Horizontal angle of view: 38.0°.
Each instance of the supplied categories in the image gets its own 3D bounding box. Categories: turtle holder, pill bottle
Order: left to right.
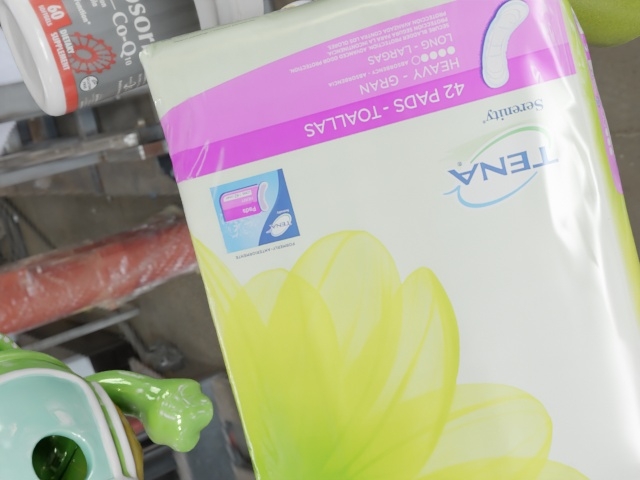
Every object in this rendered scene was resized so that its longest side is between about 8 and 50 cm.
[{"bbox_3d":[-0.269,0.240,0.905,0.227,0.320,0.243,20,94,33],"label":"turtle holder"},{"bbox_3d":[-0.287,-0.346,1.429,0.210,0.363,0.210,50,155,34],"label":"pill bottle"}]

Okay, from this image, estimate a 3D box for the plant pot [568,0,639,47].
[{"bbox_3d":[0.211,-0.361,0.997,0.275,0.294,0.274,-179,90,-65],"label":"plant pot"}]

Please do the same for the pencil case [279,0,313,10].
[{"bbox_3d":[0.052,-0.164,0.954,0.273,0.124,0.113,32,106,41],"label":"pencil case"}]

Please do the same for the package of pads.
[{"bbox_3d":[0.054,0.007,0.517,0.229,0.101,0.296,-13,95,13],"label":"package of pads"}]
